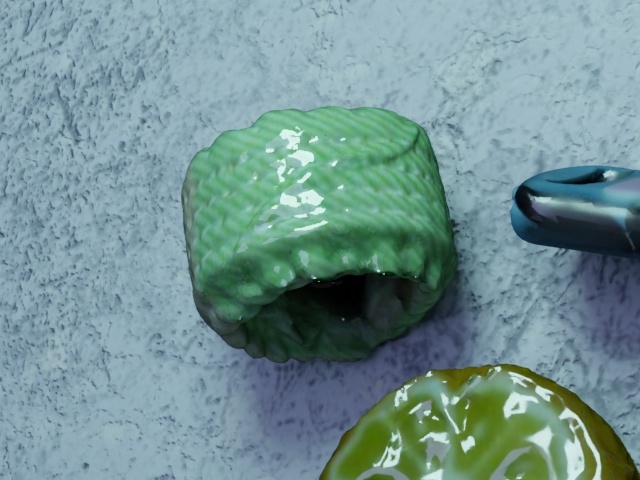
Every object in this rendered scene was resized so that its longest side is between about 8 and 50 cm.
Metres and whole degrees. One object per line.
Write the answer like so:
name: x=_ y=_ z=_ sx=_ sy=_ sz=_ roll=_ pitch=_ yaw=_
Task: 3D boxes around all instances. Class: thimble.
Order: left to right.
thimble: x=0.000 y=0.000 z=1.440 sx=0.219 sy=0.219 sz=0.150 roll=-19 pitch=65 yaw=20

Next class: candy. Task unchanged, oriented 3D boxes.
candy: x=0.117 y=0.216 z=1.365 sx=0.260 sy=0.118 sz=0.260 roll=-8 pitch=68 yaw=22

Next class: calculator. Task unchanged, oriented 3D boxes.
calculator: x=0.275 y=-0.015 z=1.336 sx=0.293 sy=0.173 sz=0.051 roll=8 pitch=102 yaw=28
